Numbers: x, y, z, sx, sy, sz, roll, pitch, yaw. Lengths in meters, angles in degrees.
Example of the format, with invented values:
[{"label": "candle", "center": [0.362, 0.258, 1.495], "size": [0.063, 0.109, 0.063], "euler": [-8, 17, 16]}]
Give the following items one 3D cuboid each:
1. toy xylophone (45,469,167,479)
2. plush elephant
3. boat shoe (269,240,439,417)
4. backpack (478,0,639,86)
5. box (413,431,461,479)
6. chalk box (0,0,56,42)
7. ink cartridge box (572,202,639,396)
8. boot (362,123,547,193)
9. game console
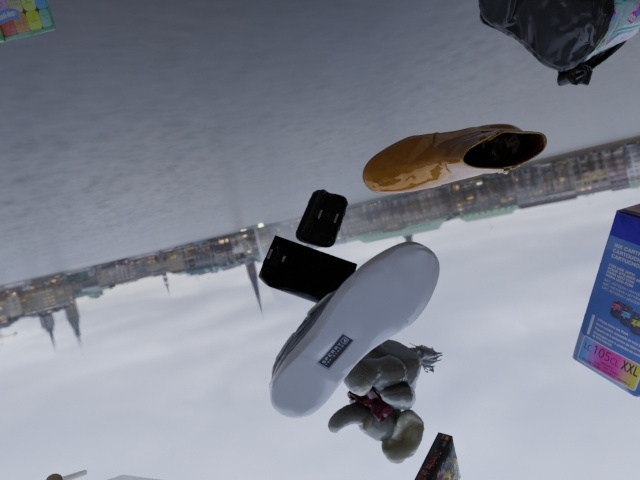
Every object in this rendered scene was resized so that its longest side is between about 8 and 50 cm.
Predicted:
[{"label": "toy xylophone", "center": [-0.366, 0.487, 0.894], "size": [0.236, 0.081, 0.322], "euler": [9, 155, -1]}, {"label": "plush elephant", "center": [0.123, 0.365, 1.145], "size": [0.330, 0.255, 0.272], "euler": [11, -169, -30]}, {"label": "boat shoe", "center": [0.038, 0.112, 0.677], "size": [0.301, 0.108, 0.102], "euler": [-51, -162, 8]}, {"label": "backpack", "center": [0.271, -0.250, 0.485], "size": [0.182, 0.152, 0.115], "euler": [-25, 159, -26]}, {"label": "box", "center": [0.300, 0.651, 1.266], "size": [0.044, 0.159, 0.233], "euler": [1, -154, 37]}, {"label": "chalk box", "center": [-0.525, -0.387, 0.757], "size": [0.213, 0.132, 0.132], "euler": [4, -149, 12]}, {"label": "ink cartridge box", "center": [0.669, 0.065, 0.927], "size": [0.270, 0.395, 0.151], "euler": [-12, -151, -32]}, {"label": "boot", "center": [0.218, -0.145, 0.846], "size": [0.295, 0.104, 0.211], "euler": [-15, -170, 7]}, {"label": "game console", "center": [0.000, 0.000, 1.200], "size": [0.213, 0.044, 0.361], "euler": [20, -133, 0]}]
